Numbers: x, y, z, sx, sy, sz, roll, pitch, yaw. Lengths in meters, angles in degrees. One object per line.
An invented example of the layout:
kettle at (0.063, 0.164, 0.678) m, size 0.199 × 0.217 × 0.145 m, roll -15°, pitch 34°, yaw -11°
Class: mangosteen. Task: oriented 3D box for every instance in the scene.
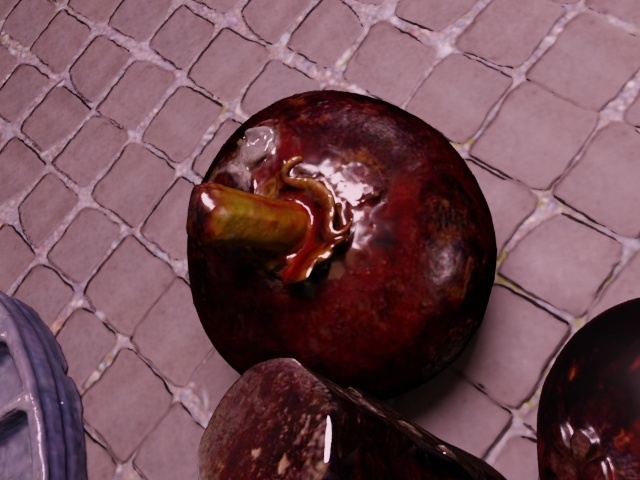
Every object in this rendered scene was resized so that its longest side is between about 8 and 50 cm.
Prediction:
mangosteen at (0.214, 0.117, 0.347) m, size 0.200 × 0.200 × 0.199 m, roll -8°, pitch 67°, yaw 19°
mangosteen at (0.000, 0.000, 0.469) m, size 0.236 × 0.261 × 0.235 m, roll -3°, pitch 81°, yaw 22°

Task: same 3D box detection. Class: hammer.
hammer at (-0.049, 0.276, 0.381) m, size 0.095 × 0.242 × 0.408 m, roll 27°, pitch 79°, yaw 43°

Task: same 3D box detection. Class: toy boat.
toy boat at (-0.297, 0.174, 0.627) m, size 0.127 × 0.078 × 0.283 m, roll -36°, pitch 61°, yaw 5°

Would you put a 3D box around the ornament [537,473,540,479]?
ornament at (0.231, 0.248, 0.395) m, size 0.230 × 0.061 × 0.244 m, roll 8°, pitch 70°, yaw 23°
